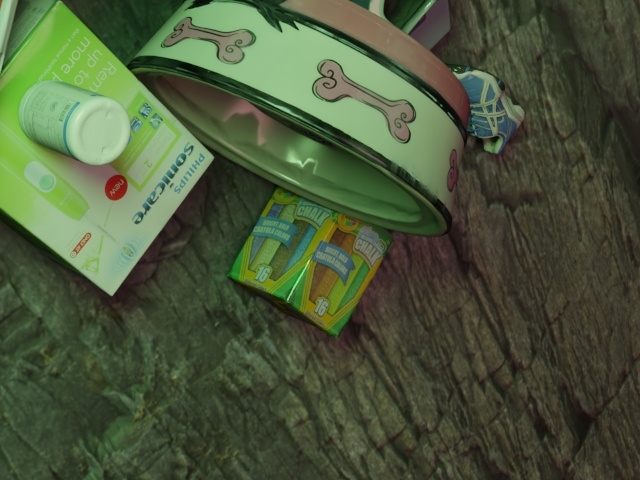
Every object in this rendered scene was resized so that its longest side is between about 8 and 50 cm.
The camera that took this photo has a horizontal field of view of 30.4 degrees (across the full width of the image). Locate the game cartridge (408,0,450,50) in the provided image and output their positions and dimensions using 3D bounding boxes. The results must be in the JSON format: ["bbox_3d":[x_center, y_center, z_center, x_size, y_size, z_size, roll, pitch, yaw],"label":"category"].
[{"bbox_3d":[0.074,-0.364,1.599,0.198,0.062,0.297,-49,133,-24],"label":"game cartridge"}]

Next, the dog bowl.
[{"bbox_3d":[-0.009,-0.159,1.350,0.408,0.408,0.150,34,78,-45],"label":"dog bowl"}]

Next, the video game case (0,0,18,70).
[{"bbox_3d":[-0.418,-0.142,1.134,0.025,0.204,0.285,-53,159,-83],"label":"video game case"}]

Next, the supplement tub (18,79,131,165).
[{"bbox_3d":[-0.245,-0.118,1.174,0.071,0.107,0.071,-17,117,-38],"label":"supplement tub"}]

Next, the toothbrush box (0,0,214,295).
[{"bbox_3d":[-0.287,-0.106,1.304,0.206,0.122,0.283,-55,136,-13],"label":"toothbrush box"}]

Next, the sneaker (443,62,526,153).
[{"bbox_3d":[0.243,-0.203,1.801,0.211,0.080,0.081,32,80,-44],"label":"sneaker"}]

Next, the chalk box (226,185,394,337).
[{"bbox_3d":[0.000,0.000,1.610,0.132,0.132,0.213,37,79,-45],"label":"chalk box"}]

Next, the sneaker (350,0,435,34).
[{"bbox_3d":[0.137,-0.370,1.525,0.112,0.131,0.319,38,78,-44],"label":"sneaker"}]
